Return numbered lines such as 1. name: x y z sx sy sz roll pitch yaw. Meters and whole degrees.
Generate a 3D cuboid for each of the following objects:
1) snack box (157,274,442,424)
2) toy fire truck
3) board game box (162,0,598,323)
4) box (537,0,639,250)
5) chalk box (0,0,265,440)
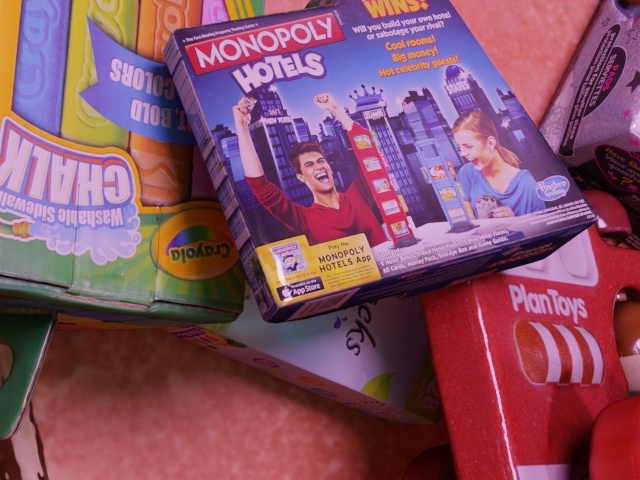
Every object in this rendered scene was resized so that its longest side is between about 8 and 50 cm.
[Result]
1. snack box: 0.000 0.000 0.925 0.207 0.070 0.175 24 74 -22
2. toy fire truck: 0.166 0.082 0.910 0.302 0.169 0.254 7 69 -49
3. board game box: 0.017 -0.067 0.759 0.194 0.060 0.194 -13 74 -29
4. box: 0.278 -0.123 1.023 0.163 0.142 0.247 34 71 -17
5. chalk box: -0.154 -0.041 0.779 0.179 0.180 0.289 11 80 -44
